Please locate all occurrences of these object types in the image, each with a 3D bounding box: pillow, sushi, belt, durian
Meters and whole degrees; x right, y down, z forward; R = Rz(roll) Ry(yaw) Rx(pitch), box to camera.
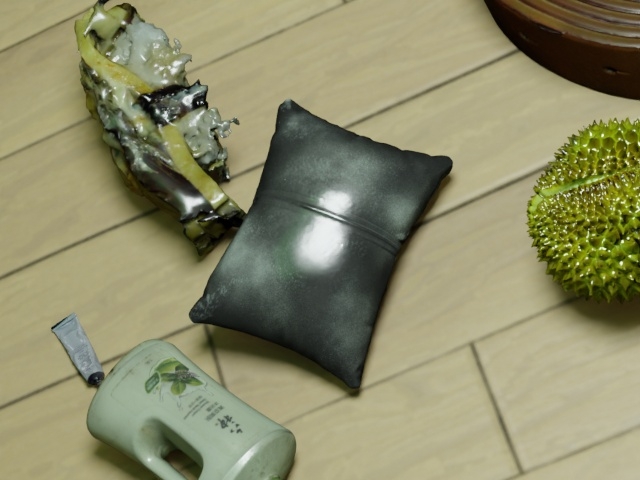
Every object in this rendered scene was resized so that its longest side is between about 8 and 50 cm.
[{"bbox_3d":[0.000,0.000,1.894,0.186,0.106,0.250,20,76,11],"label":"pillow"},{"bbox_3d":[-0.162,-0.117,2.013,0.131,0.139,0.291,-34,68,-4],"label":"sushi"},{"bbox_3d":[0.284,-0.270,1.909,0.338,0.122,0.217,27,79,29],"label":"belt"},{"bbox_3d":[0.279,-0.029,1.785,0.198,0.146,0.159,-39,54,-16],"label":"durian"}]

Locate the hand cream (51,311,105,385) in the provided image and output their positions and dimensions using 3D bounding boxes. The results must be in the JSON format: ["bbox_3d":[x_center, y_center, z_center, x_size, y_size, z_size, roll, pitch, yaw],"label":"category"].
[{"bbox_3d":[-0.244,0.114,1.990,0.030,0.019,0.093,-37,51,3],"label":"hand cream"}]

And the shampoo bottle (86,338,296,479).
[{"bbox_3d":[-0.105,0.196,1.851,0.234,0.087,0.118,33,77,30],"label":"shampoo bottle"}]
